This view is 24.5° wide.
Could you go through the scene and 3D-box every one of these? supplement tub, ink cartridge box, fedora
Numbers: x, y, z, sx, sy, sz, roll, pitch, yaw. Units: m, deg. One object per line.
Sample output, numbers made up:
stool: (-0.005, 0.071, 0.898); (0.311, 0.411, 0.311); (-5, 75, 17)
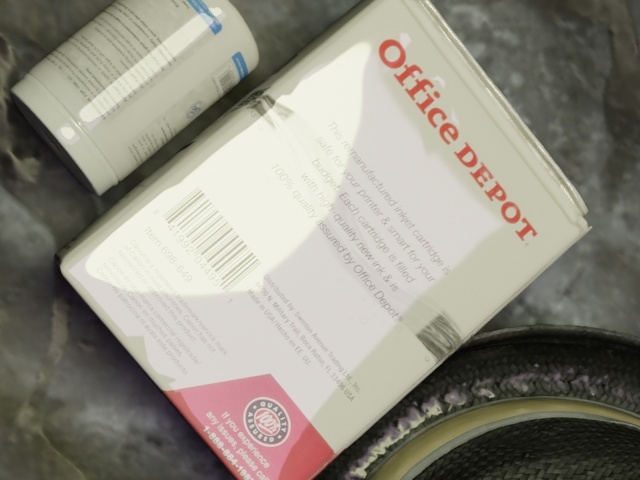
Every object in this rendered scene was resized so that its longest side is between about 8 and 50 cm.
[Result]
supplement tub: (-0.090, -0.081, 0.722); (0.107, 0.071, 0.071); (-40, 100, -11)
ink cartridge box: (0.000, 0.000, 0.735); (0.218, 0.092, 0.159); (-40, 99, -9)
fedora: (0.143, 0.197, 0.744); (0.334, 0.152, 0.334); (0, 90, -15)
